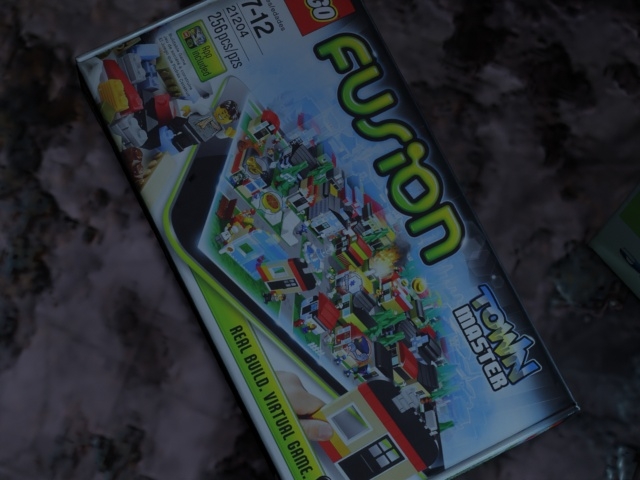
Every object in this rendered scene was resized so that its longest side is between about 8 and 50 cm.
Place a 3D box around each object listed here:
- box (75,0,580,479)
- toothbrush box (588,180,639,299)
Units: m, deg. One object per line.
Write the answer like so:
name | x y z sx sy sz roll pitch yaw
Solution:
box | 0.000 0.000 0.700 0.114 0.036 0.207 -26 79 -8
toothbrush box | 0.223 -0.053 0.593 0.206 0.283 0.122 -41 80 -10
